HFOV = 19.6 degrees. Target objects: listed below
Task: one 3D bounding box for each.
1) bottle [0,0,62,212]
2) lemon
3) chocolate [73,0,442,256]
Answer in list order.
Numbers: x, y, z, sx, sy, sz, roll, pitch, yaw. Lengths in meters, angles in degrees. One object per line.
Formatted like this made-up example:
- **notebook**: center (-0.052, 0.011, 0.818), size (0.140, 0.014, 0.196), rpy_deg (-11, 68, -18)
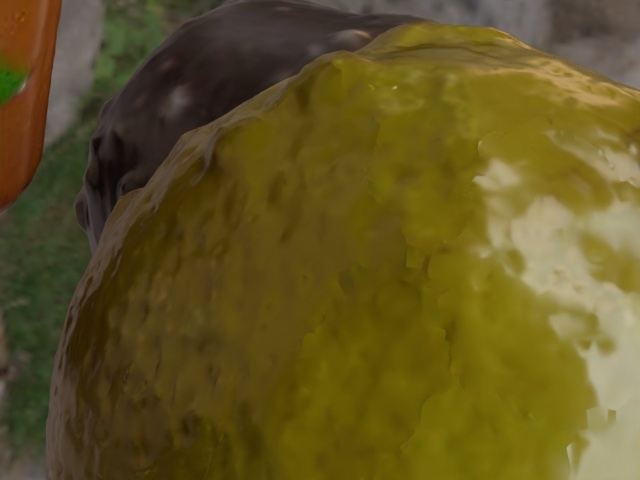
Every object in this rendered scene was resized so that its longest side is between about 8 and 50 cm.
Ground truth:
- **bottle**: center (-0.121, -0.039, 0.601), size (0.069, 0.069, 0.187), rpy_deg (-40, 152, -45)
- **lemon**: center (0.029, 0.058, 0.599), size (0.233, 0.288, 0.233), rpy_deg (21, 48, -25)
- **chocolate**: center (0.000, 0.000, 0.924), size (0.225, 0.210, 0.340), rpy_deg (-62, 158, -6)
